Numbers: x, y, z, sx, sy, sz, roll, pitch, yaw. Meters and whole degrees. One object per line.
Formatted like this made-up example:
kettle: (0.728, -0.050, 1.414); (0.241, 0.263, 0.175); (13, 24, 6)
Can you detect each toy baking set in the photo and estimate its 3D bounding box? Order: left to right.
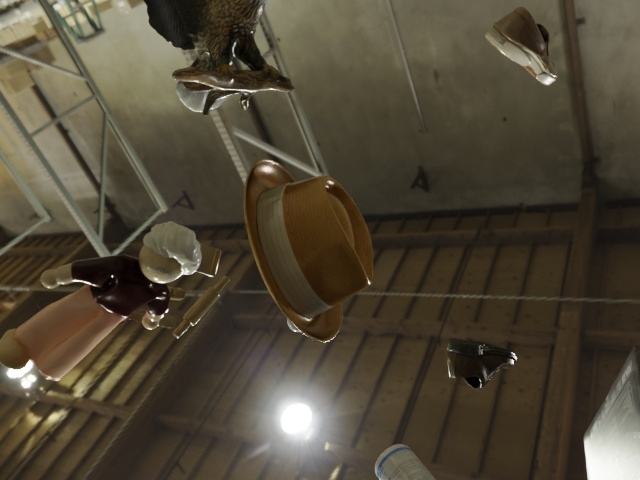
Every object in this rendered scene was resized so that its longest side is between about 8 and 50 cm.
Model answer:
toy baking set: (-0.306, 0.092, 1.145); (0.256, 0.197, 0.030); (-55, -158, -24)

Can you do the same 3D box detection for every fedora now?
fedora: (0.000, 0.000, 0.569); (0.079, 0.194, 0.194); (-21, -151, 21)

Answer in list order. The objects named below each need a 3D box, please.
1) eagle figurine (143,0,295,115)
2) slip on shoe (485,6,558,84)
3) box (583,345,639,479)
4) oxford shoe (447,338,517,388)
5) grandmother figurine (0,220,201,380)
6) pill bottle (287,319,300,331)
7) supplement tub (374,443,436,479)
eagle figurine: (-0.130, -0.340, 0.782); (0.225, 0.299, 0.226); (-16, 173, 3)
slip on shoe: (0.215, -0.197, 0.579); (0.041, 0.135, 0.051); (-50, -126, 27)
box: (0.376, 0.266, 0.674); (0.056, 0.231, 0.183); (6, -135, 12)
oxford shoe: (0.337, 0.263, 1.208); (0.082, 0.227, 0.096); (4, -96, 50)
grandmother figurine: (-0.317, 0.091, 0.874); (0.342, 0.207, 0.104); (-36, -121, 14)
pill bottle: (-0.041, 0.150, 1.084); (0.043, 0.043, 0.083); (-23, 180, 0)
supplement tub: (0.138, 0.374, 0.877); (0.071, 0.071, 0.107); (-30, -147, -12)
